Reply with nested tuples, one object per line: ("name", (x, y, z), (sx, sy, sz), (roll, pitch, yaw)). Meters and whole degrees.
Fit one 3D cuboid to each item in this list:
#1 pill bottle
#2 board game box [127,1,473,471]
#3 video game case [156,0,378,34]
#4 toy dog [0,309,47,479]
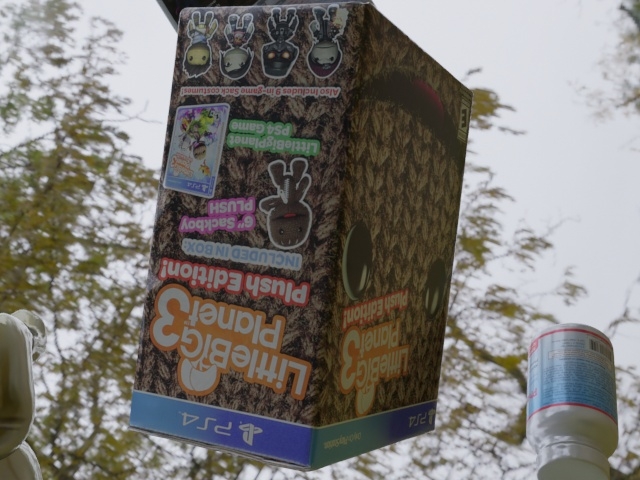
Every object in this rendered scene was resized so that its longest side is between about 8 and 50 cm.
("pill bottle", (0.249, 0.166, 0.848), (0.160, 0.087, 0.087), (-74, -23, -45))
("board game box", (0.000, 0.000, 0.641), (0.232, 0.141, 0.290), (10, -94, -63))
("video game case", (-0.063, -0.236, 0.815), (0.173, 0.190, 0.022), (57, -148, -4))
("toy dog", (-0.385, 0.185, 0.768), (0.395, 0.285, 0.407), (-95, -9, -51))
